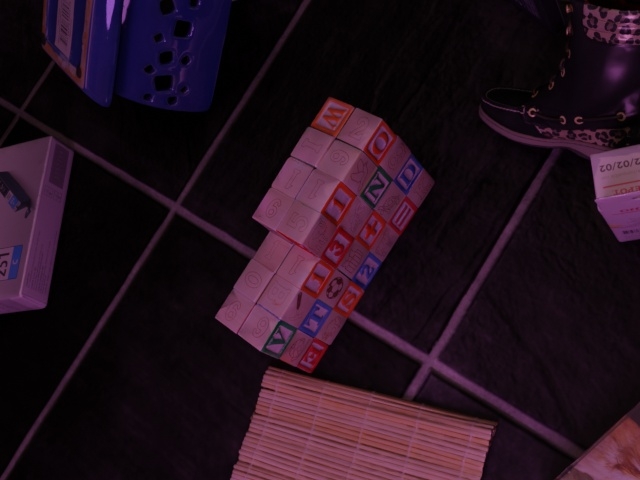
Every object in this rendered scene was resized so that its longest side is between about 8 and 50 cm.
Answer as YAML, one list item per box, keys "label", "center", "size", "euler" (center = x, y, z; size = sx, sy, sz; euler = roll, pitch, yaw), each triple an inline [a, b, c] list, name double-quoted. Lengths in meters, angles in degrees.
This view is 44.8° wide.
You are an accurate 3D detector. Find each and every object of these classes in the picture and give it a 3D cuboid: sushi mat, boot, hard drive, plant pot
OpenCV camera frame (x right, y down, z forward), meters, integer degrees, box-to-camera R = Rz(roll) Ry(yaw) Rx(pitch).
- label: "sushi mat"
  center: [0.039, 0.249, 0.910]
  size: [0.316, 0.019, 0.152]
  euler: [7, 74, 32]
- label: "boot"
  center: [0.276, -0.190, 0.856]
  size: [0.085, 0.179, 0.236]
  euler: [-31, 39, -28]
- label: "hard drive"
  center: [0.251, -0.330, 0.996]
  size: [0.022, 0.094, 0.135]
  euler: [-43, 55, 8]
- label: "plant pot"
  center: [-0.293, -0.341, 1.188]
  size: [0.236, 0.212, 0.236]
  euler: [43, 130, 35]

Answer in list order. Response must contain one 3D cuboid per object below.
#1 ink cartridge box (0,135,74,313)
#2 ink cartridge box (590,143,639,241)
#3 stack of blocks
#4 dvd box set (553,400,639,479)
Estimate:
- label: "ink cartridge box"
  center: [-0.566, -0.017, 1.349]
  size: [0.261, 0.066, 0.297]
  euler: [-10, 64, 25]
- label: "ink cartridge box"
  center: [0.333, -0.053, 0.770]
  size: [0.104, 0.181, 0.062]
  euler: [-11, 73, 26]
- label: "stack of blocks"
  center: [0.000, 0.000, 0.949]
  size: [0.087, 0.171, 0.297]
  euler: [30, 86, 36]
- label: "dvd box set"
  center: [0.426, 0.292, 0.641]
  size: [0.307, 0.062, 0.420]
  euler: [-44, 54, 6]
